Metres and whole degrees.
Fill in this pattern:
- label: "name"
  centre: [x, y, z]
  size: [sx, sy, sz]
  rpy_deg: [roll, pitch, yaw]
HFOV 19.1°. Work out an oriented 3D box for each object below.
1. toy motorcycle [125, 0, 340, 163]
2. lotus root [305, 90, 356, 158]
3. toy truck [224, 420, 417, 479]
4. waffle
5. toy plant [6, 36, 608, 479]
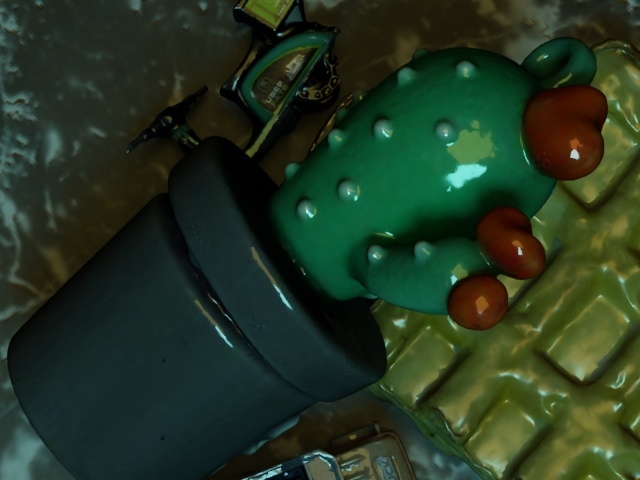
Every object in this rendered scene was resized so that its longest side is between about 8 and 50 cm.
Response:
- label: "toy motorcycle"
  centre: [-0.051, -0.092, 1.306]
  size: [0.100, 0.058, 0.173]
  rpy_deg: [33, 86, 4]
- label: "lotus root"
  centre: [0.014, -0.064, 1.318]
  size: [0.037, 0.030, 0.083]
  rpy_deg: [28, 85, -1]
- label: "toy truck"
  centre: [-0.025, 0.186, 1.256]
  size: [0.192, 0.092, 0.083]
  rpy_deg: [-20, 84, -5]
- label: "waffle"
  centre: [0.228, 0.075, 1.274]
  size: [0.348, 0.077, 0.304]
  rpy_deg: [42, 82, 9]
- label: "toy plant"
  centre: [0.002, -0.003, 1.186]
  size: [0.400, 0.279, 0.185]
  rpy_deg: [-37, 92, 13]
